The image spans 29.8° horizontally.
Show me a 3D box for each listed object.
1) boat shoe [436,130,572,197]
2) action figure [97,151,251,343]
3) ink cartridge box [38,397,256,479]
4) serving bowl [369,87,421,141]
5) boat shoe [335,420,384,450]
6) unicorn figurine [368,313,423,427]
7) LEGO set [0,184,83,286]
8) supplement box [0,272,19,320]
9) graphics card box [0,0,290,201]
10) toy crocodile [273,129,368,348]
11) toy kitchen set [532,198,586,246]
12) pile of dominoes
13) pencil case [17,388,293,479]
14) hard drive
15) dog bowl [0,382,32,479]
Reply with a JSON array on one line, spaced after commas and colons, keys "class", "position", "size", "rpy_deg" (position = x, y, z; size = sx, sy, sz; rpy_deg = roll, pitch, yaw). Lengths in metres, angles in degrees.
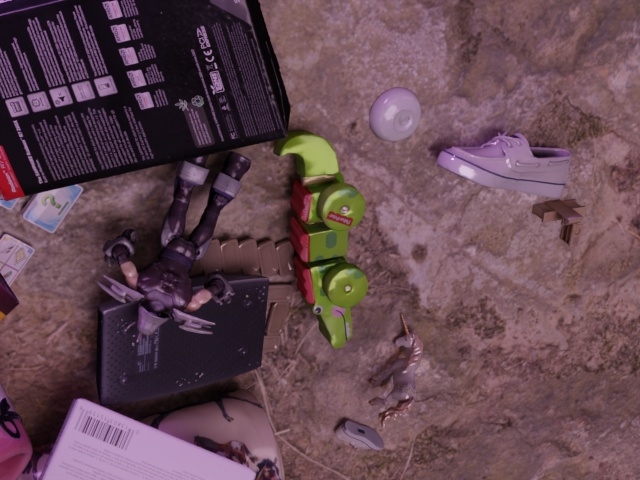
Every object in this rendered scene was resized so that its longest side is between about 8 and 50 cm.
[{"class": "boat shoe", "position": [0.286, -0.127, 1.855], "size": [0.258, 0.095, 0.084], "rpy_deg": [5, 109, -41]}, {"class": "action figure", "position": [-0.184, 0.007, 1.613], "size": [0.185, 0.099, 0.285], "rpy_deg": [26, 78, -20]}, {"class": "ink cartridge box", "position": [-0.256, 0.377, 1.646], "size": [0.275, 0.060, 0.239], "rpy_deg": [26, 75, -14]}, {"class": "serving bowl", "position": [0.115, -0.181, 1.765], "size": [0.083, 0.027, 0.083], "rpy_deg": [-13, 121, -23]}, {"class": "boat shoe", "position": [0.064, 0.331, 2.015], "size": [0.035, 0.035, 0.100], "rpy_deg": [-36, 136, 28]}, {"class": "unicorn figurine", "position": [0.127, 0.220, 1.948], "size": [0.111, 0.162, 0.060], "rpy_deg": [-37, 138, 29]}, {"class": "LEGO set", "position": [-0.444, -0.008, 1.548], "size": [0.182, 0.060, 0.244], "rpy_deg": [32, 98, -32]}, {"class": "supplement box", "position": [-0.477, 0.044, 1.485], "size": [0.104, 0.081, 0.188], "rpy_deg": [-44, 135, -4]}, {"class": "graphics card box", "position": [-0.240, -0.199, 1.427], "size": [0.370, 0.094, 0.233], "rpy_deg": [-12, 118, 10]}, {"class": "toy crocodile", "position": [0.000, 0.000, 1.750], "size": [0.105, 0.115, 0.341], "rpy_deg": [-12, 119, -16]}, {"class": "toy kitchen set", "position": [0.397, -0.019, 1.975], "size": [0.083, 0.068, 0.075], "rpy_deg": [-8, 119, -24]}, {"class": "pile of dominoes", "position": [-0.152, 0.077, 1.773], "size": [0.251, 0.040, 0.196], "rpy_deg": [0, 116, -37]}, {"class": "pencil case", "position": [-0.246, 0.349, 1.771], "size": [0.410, 0.160, 0.184], "rpy_deg": [-14, 88, -21]}, {"class": "hard drive", "position": [-0.198, 0.132, 1.706], "size": [0.254, 0.054, 0.172], "rpy_deg": [-11, 122, -30]}, {"class": "dog bowl", "position": [-0.527, 0.317, 1.468], "size": [0.408, 0.408, 0.150], "rpy_deg": [-45, 84, 0]}]
